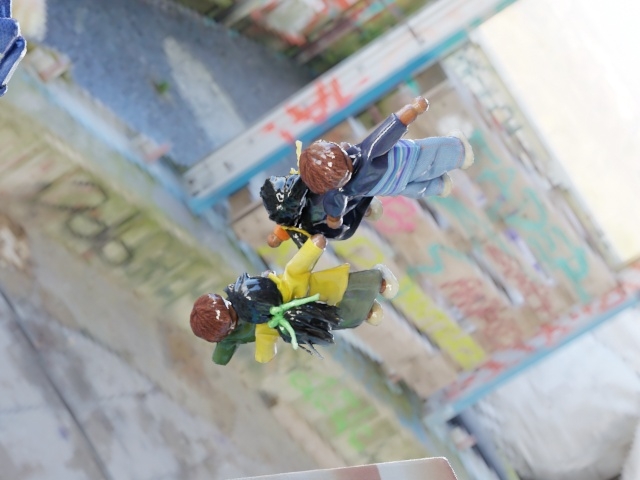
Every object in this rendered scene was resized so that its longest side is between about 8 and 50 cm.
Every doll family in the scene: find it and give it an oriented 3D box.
[{"bbox_3d":[0.000,0.000,0.723,0.111,0.193,0.076,1,31,-46],"label":"doll family"}]

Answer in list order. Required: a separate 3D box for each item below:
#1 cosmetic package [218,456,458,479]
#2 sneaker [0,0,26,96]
[{"bbox_3d":[-0.020,0.239,0.908,0.296,0.129,0.153,2,57,-48],"label":"cosmetic package"},{"bbox_3d":[-0.243,-0.091,0.825,0.112,0.131,0.296,28,56,-48],"label":"sneaker"}]
